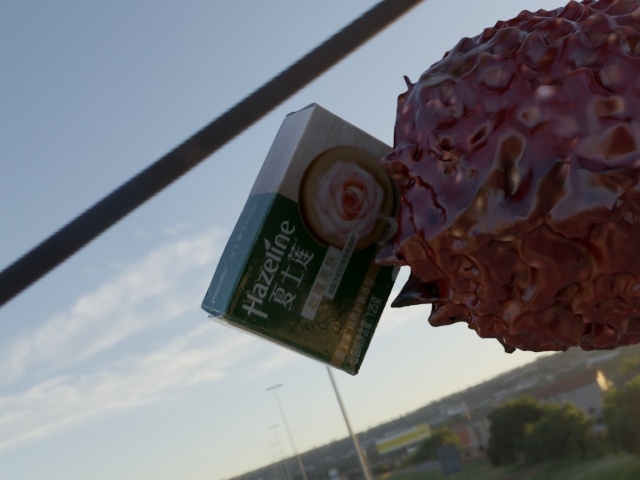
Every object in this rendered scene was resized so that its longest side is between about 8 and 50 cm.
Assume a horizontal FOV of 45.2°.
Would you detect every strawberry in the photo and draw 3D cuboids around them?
[{"bbox_3d":[0.217,-0.070,0.545,0.343,0.292,0.292,-29,-18,37],"label":"strawberry"}]

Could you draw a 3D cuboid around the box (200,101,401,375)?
[{"bbox_3d":[0.000,0.000,0.671,0.135,0.199,0.081,26,-12,-22],"label":"box"}]
